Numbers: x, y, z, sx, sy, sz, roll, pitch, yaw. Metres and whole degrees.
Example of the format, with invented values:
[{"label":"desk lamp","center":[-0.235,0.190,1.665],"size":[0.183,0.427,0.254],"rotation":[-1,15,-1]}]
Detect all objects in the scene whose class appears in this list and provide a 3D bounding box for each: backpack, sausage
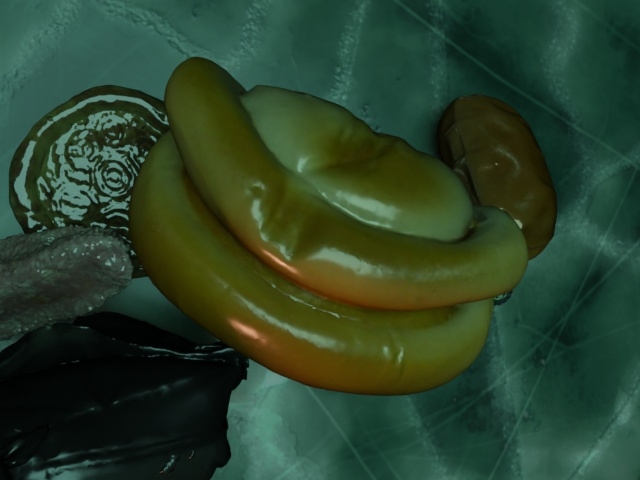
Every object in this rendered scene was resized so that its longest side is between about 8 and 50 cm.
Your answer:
[{"label":"backpack","center":[-0.283,0.219,0.723],"size":[0.445,0.363,0.255],"rotation":[-15,88,-29]},{"label":"sausage","center":[0.233,-0.083,0.917],"size":[0.136,0.120,0.241],"rotation":[0,62,-28]}]

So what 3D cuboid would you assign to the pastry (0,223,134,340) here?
[{"label":"pastry","center":[-0.340,0.050,0.799],"size":[0.265,0.112,0.103],"rotation":[-23,129,-3]}]

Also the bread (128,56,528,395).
[{"label":"bread","center":[0.011,-0.022,0.767],"size":[0.424,0.329,0.245],"rotation":[27,113,-2]}]

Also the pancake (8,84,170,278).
[{"label":"pancake","center":[-0.254,-0.071,0.867],"size":[0.250,0.031,0.250],"rotation":[0,92,-13]}]

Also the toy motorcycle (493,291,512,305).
[{"label":"toy motorcycle","center":[0.180,0.042,0.965],"size":[0.190,0.074,0.106],"rotation":[41,91,-12]}]
